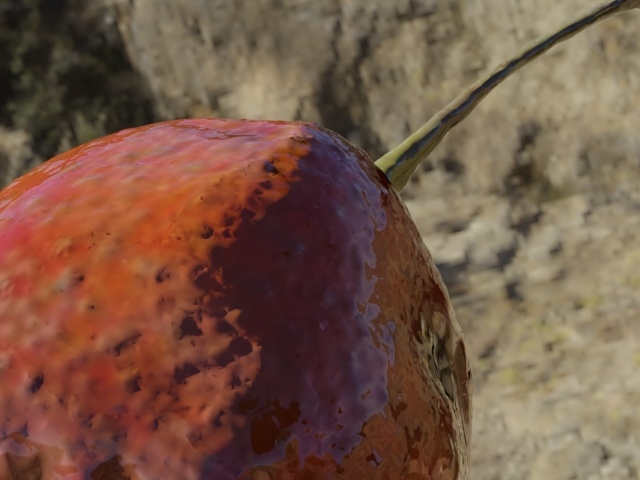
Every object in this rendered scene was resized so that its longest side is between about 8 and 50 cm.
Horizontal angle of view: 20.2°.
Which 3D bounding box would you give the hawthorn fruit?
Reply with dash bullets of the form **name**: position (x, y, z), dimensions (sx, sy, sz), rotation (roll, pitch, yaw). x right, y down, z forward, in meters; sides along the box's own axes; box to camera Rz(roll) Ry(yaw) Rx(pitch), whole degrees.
- **hawthorn fruit**: position (0.000, 0.000, 0.510), dimensions (0.165, 0.165, 0.285), rotation (3, 48, 44)
